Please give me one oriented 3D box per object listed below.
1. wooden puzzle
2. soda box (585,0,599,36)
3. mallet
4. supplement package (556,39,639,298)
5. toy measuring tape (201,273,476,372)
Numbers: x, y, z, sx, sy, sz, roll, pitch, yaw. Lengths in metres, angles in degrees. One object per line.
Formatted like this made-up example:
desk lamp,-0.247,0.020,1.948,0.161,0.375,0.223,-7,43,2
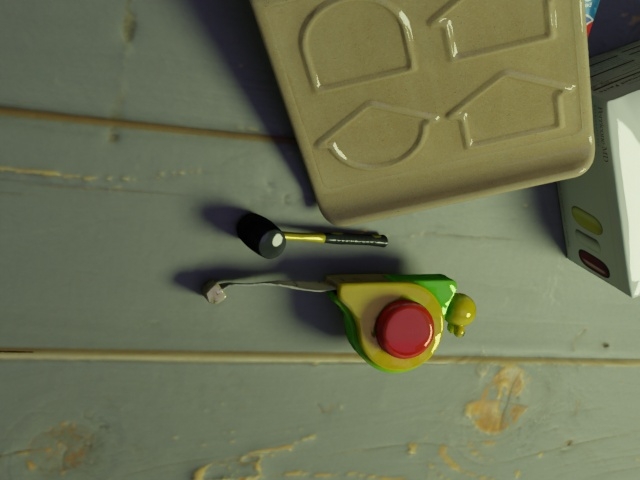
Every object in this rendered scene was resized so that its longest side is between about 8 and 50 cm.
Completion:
wooden puzzle,0.117,-0.192,1.163,0.322,0.080,0.347,-12,131,6
soda box,0.262,-0.240,1.264,0.067,0.071,0.210,2,116,-23
mallet,0.000,0.000,1.264,0.190,0.062,0.039,5,108,-24
supplement package,0.410,-0.099,1.351,0.204,0.145,0.261,-21,115,-14
toy measuring tape,0.026,0.099,1.289,0.330,0.121,0.121,0,109,-14
